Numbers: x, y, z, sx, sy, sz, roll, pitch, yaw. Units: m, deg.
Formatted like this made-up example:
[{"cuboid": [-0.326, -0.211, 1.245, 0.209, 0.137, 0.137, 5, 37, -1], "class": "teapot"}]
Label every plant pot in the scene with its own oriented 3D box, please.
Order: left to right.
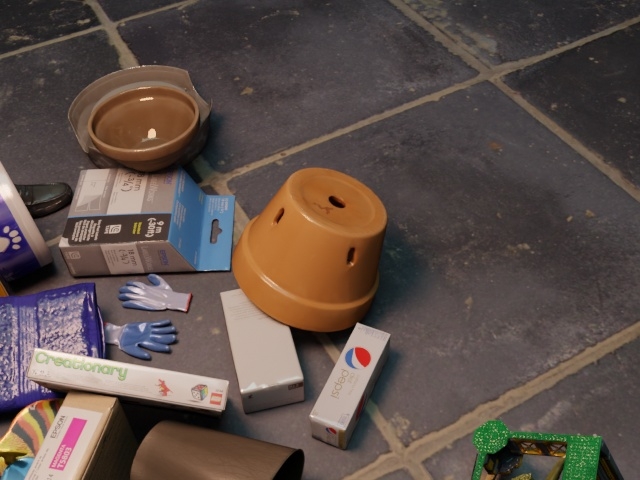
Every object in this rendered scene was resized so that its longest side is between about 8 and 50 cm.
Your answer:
[{"cuboid": [-0.376, -0.229, 1.606, 0.237, 0.110, 0.237, -1, 47, 1], "class": "plant pot"}, {"cuboid": [0.000, 0.000, 1.396, 0.291, 0.203, 0.291, 16, 37, -13], "class": "plant pot"}]

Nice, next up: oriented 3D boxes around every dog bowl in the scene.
[{"cuboid": [-0.652, -0.051, 1.488, 0.104, 0.265, 0.265, -30, 53, -19], "class": "dog bowl"}, {"cuboid": [-0.433, -0.290, 1.809, 0.349, 0.102, 0.349, -1, 47, 1], "class": "dog bowl"}]

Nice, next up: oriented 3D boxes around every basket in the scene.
[{"cuboid": [-0.171, 0.383, 1.159, 0.227, 0.154, 0.204, 16, 52, 21], "class": "basket"}]

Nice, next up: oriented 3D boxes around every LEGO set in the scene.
[{"cuboid": [0.335, 0.444, 1.100, 0.255, 0.192, 0.331, -14, 37, 30], "class": "LEGO set"}]

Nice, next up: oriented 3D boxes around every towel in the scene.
[{"cuboid": [-0.553, 0.209, 1.353, 0.308, 0.076, 0.227, -8, 64, -8], "class": "towel"}]

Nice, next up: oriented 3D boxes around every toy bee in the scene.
[{"cuboid": [-0.503, 0.368, 1.141, 0.162, 0.195, 0.298, 25, 39, -9], "class": "toy bee"}]

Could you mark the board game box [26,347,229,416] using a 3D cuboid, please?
[{"cuboid": [-0.307, 0.242, 1.216, 0.305, 0.193, 0.053, 11, 72, -6], "class": "board game box"}]

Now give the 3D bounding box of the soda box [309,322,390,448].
[{"cuboid": [0.056, 0.256, 1.310, 0.069, 0.074, 0.216, 18, 51, 18], "class": "soda box"}]

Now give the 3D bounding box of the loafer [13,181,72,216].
[{"cuboid": [-0.675, -0.092, 1.652, 0.223, 0.078, 0.076, -15, 49, -11], "class": "loafer"}]

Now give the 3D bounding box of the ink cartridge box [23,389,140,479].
[{"cuboid": [-0.373, 0.382, 1.132, 0.088, 0.193, 0.234, 8, 48, 10], "class": "ink cartridge box"}]

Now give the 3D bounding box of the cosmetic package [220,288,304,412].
[{"cuboid": [-0.110, 0.195, 1.368, 0.117, 0.085, 0.231, -10, 50, -8], "class": "cosmetic package"}]

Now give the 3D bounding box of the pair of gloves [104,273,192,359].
[{"cuboid": [-0.346, 0.146, 1.461, 0.159, 0.023, 0.198, 8, 49, 9], "class": "pair of gloves"}]

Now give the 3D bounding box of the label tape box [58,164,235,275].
[{"cuboid": [-0.360, -0.048, 1.579, 0.334, 0.106, 0.240, -3, 46, 0], "class": "label tape box"}]

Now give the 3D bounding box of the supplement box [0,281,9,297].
[{"cuboid": [-0.821, 0.101, 1.404, 0.356, 0.195, 0.194, -31, 54, -23], "class": "supplement box"}]
